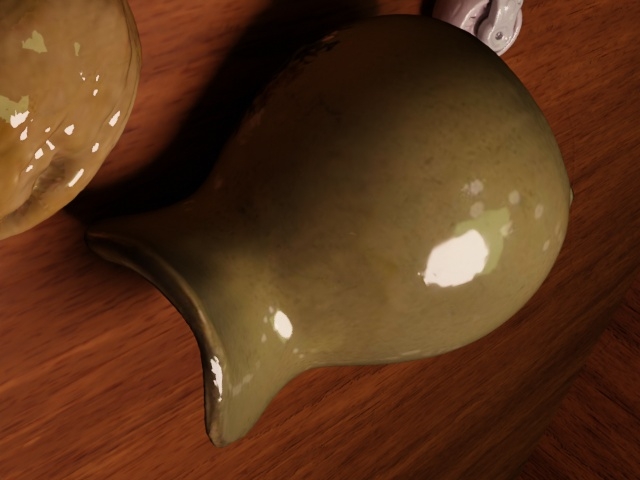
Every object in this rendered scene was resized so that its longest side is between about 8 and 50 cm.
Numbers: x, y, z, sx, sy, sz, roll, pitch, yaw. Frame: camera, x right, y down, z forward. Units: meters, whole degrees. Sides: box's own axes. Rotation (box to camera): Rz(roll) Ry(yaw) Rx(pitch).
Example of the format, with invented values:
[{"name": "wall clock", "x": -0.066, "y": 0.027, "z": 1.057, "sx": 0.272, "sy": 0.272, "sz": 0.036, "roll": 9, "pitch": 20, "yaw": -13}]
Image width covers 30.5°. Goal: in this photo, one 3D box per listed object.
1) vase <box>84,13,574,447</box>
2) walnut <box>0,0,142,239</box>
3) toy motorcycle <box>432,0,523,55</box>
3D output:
[{"name": "vase", "x": 0.000, "y": 0.000, "z": 0.863, "sx": 0.302, "sy": 0.241, "sz": 0.329, "roll": -33, "pitch": 179, "yaw": -12}, {"name": "walnut", "x": -0.160, "y": -0.074, "z": 0.517, "sx": 0.166, "sy": 0.149, "sz": 0.166, "roll": -37, "pitch": -170, "yaw": 7}, {"name": "toy motorcycle", "x": 0.162, "y": -0.257, "z": 0.918, "sx": 0.112, "sy": 0.112, "sz": 0.254, "roll": -8, "pitch": 133, "yaw": -58}]
